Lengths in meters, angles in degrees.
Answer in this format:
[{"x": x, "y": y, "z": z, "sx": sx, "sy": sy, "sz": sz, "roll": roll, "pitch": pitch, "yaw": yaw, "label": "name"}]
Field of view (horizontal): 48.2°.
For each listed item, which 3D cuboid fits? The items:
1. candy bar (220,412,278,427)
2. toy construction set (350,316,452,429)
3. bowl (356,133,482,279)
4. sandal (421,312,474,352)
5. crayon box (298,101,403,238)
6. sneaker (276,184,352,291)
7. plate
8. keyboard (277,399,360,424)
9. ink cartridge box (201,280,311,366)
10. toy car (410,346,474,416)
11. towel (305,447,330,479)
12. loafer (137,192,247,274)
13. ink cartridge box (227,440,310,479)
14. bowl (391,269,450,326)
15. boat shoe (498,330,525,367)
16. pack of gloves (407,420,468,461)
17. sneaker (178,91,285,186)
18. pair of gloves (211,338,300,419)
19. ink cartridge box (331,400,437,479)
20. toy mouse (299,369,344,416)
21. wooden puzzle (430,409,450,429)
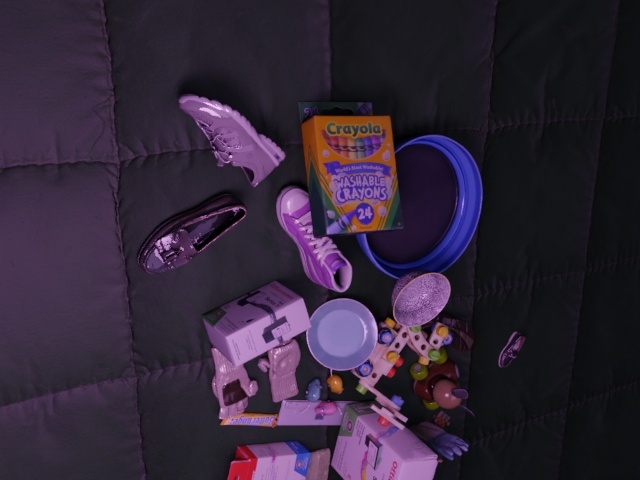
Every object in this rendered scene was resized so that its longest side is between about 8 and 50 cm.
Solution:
[{"x": -0.179, "y": 0.456, "z": 1.823, "sx": 0.161, "sy": 0.018, "sz": 0.040, "roll": 13, "pitch": 98, "yaw": -33, "label": "candy bar"}, {"x": 0.208, "y": 0.334, "z": 1.928, "sx": 0.215, "sy": 0.151, "sz": 0.327, "roll": 37, "pitch": 70, "yaw": -16, "label": "toy construction set"}, {"x": 0.254, "y": -0.088, "z": 1.879, "sx": 0.391, "sy": 0.077, "sz": 0.391, "roll": -10, "pitch": 111, "yaw": -29, "label": "bowl"}, {"x": 0.350, "y": 0.255, "z": 2.063, "sx": 0.219, "sy": 0.060, "sz": 0.090, "roll": 20, "pitch": 93, "yaw": -19, "label": "sandal"}, {"x": 0.070, "y": -0.175, "z": 1.661, "sx": 0.203, "sy": 0.083, "sz": 0.322, "roll": -5, "pitch": 86, "yaw": -26, "label": "crayon box"}, {"x": 0.001, "y": 0.000, "z": 1.703, "sx": 0.102, "sy": 0.161, "sz": 0.282, "roll": -35, "pitch": 119, "yaw": -16, "label": "sneaker"}, {"x": 0.056, "y": 0.243, "z": 1.861, "sx": 0.188, "sy": 0.024, "sz": 0.188, "roll": 0, "pitch": 89, "yaw": -6, "label": "plate"}, {"x": -0.001, "y": 0.469, "z": 1.941, "sx": 0.256, "sy": 0.014, "sz": 0.072, "roll": 10, "pitch": 105, "yaw": -33, "label": "keyboard"}, {"x": -0.149, "y": 0.189, "z": 1.676, "sx": 0.208, "sy": 0.153, "sz": 0.086, "roll": -25, "pitch": 116, "yaw": -24, "label": "ink cartridge box"}, {"x": 0.371, "y": 0.424, "z": 2.044, "sx": 0.149, "sy": 0.188, "sz": 0.155, "roll": -35, "pitch": 120, "yaw": -17, "label": "toy car"}, {"x": -0.023, "y": 0.646, "z": 1.973, "sx": 0.110, "sy": 0.027, "sz": 0.148, "roll": -1, "pitch": 106, "yaw": -32, "label": "towel"}, {"x": -0.279, "y": -0.015, "z": 1.571, "sx": 0.267, "sy": 0.084, "sz": 0.096, "roll": -38, "pitch": 121, "yaw": -16, "label": "loafer"}, {"x": -0.151, "y": 0.602, "z": 1.849, "sx": 0.231, "sy": 0.078, "sz": 0.134, "roll": 6, "pitch": 102, "yaw": -33, "label": "ink cartridge box"}, {"x": 0.244, "y": 0.134, "z": 1.854, "sx": 0.170, "sy": 0.080, "sz": 0.170, "roll": -14, "pitch": 127, "yaw": -20, "label": "bowl"}, {"x": 0.606, "y": 0.349, "z": 2.255, "sx": 0.046, "sy": 0.038, "sz": 0.125, "roll": 32, "pitch": 87, "yaw": -34, "label": "boat shoe"}, {"x": 0.292, "y": 0.593, "z": 2.023, "sx": 0.195, "sy": 0.232, "sz": 0.046, "roll": -14, "pitch": 100, "yaw": -25, "label": "pack of gloves"}, {"x": -0.199, "y": -0.215, "z": 1.544, "sx": 0.281, "sy": 0.105, "sz": 0.115, "roll": 35, "pitch": 86, "yaw": -35, "label": "sneaker"}, {"x": -0.154, "y": 0.330, "z": 1.784, "sx": 0.240, "sy": 0.042, "sz": 0.204, "roll": -9, "pitch": 110, "yaw": -30, "label": "pair of gloves"}, {"x": 0.163, "y": 0.589, "z": 1.908, "sx": 0.117, "sy": 0.278, "sz": 0.201, "roll": 2, "pitch": 108, "yaw": -33, "label": "ink cartridge box"}, {"x": 0.008, "y": 0.423, "z": 1.903, "sx": 0.143, "sy": 0.031, "sz": 0.161, "roll": -31, "pitch": 114, "yaw": -24, "label": "toy mouse"}, {"x": 0.370, "y": 0.551, "z": 2.194, "sx": 0.083, "sy": 0.006, "sz": 0.049, "roll": 42, "pitch": 82, "yaw": -33, "label": "wooden puzzle"}]
